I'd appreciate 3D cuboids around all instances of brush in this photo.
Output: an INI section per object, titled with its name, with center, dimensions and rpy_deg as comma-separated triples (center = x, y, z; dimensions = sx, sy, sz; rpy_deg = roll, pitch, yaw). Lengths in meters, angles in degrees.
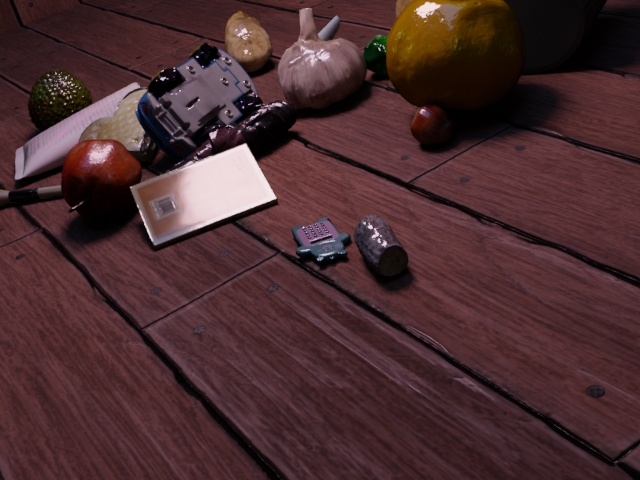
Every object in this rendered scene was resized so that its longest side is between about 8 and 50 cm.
[brush]
center = -0.593, -0.101, 1.857
dimensions = 0.299, 0.039, 0.042
rpy_deg = -4, 35, 13

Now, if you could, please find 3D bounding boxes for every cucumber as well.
[cucumber]
center = 0.090, 0.010, 1.307
dimensions = 0.064, 0.064, 0.112
rpy_deg = -19, 33, -5

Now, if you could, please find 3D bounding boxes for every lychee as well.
[lychee]
center = -0.669, -0.350, 2.204
dimensions = 0.171, 0.171, 0.171
rpy_deg = -12, 30, 7

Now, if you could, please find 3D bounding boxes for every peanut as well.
[peanut]
center = -0.197, -0.534, 2.300
dimensions = 0.122, 0.137, 0.253
rpy_deg = -15, 27, -2

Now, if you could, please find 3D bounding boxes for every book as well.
[book]
center = -0.220, -0.086, 1.612
dimensions = 0.241, 0.018, 0.170
rpy_deg = -21, 51, -11

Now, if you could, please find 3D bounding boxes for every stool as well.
[stool]
center = 0.472, -0.545, 1.858
dimensions = 0.297, 0.297, 0.330
rpy_deg = 3, 39, 29

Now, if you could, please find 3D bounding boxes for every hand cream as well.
[hand cream]
center = -0.554, -0.251, 2.034
dimensions = 0.358, 0.118, 0.185
rpy_deg = -26, 35, -3

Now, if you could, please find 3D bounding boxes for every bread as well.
[bread]
center = -0.425, -0.239, 1.926
dimensions = 0.232, 0.064, 0.172
rpy_deg = -43, 60, -10

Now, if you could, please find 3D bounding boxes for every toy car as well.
[toy car]
center = -0.271, -0.302, 1.915
dimensions = 0.166, 0.198, 0.314
rpy_deg = -34, 12, 39

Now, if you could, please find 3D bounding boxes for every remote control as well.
[remote control]
center = -0.014, -0.474, 2.172
dimensions = 0.051, 0.103, 0.293
rpy_deg = 34, 38, -5

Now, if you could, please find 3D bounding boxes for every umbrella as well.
[umbrella]
center = -0.180, -0.197, 1.763
dimensions = 0.326, 0.094, 0.090
rpy_deg = -35, 20, -31

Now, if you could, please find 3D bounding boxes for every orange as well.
[orange]
center = 0.263, -0.373, 1.685
dimensions = 0.278, 0.235, 0.279
rpy_deg = -2, 19, 1

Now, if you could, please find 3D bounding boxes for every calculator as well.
[calculator]
center = 0.000, 0.000, 1.411
dimensions = 0.094, 0.019, 0.141
rpy_deg = -18, 29, -9

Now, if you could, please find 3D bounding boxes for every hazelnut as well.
[hazelnut]
center = 0.212, -0.218, 1.629
dimensions = 0.086, 0.086, 0.086
rpy_deg = -12, 30, 7

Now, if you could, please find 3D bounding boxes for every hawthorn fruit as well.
[hawthorn fruit]
center = -0.435, -0.108, 1.669
dimensions = 0.156, 0.157, 0.194
rpy_deg = -5, 35, 18

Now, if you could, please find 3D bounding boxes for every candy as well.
[candy]
center = 0.218, -0.383, 1.925
dimensions = 0.097, 0.097, 0.323
rpy_deg = -31, 42, -26

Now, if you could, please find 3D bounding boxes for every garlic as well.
[garlic]
center = -0.010, -0.412, 1.927
dimensions = 0.218, 0.212, 0.219
rpy_deg = -14, 23, 6

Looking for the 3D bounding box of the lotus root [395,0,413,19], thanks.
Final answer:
[lotus root]
center = 0.270, -0.530, 2.032
dimensions = 0.169, 0.151, 0.343
rpy_deg = -55, 22, 19
